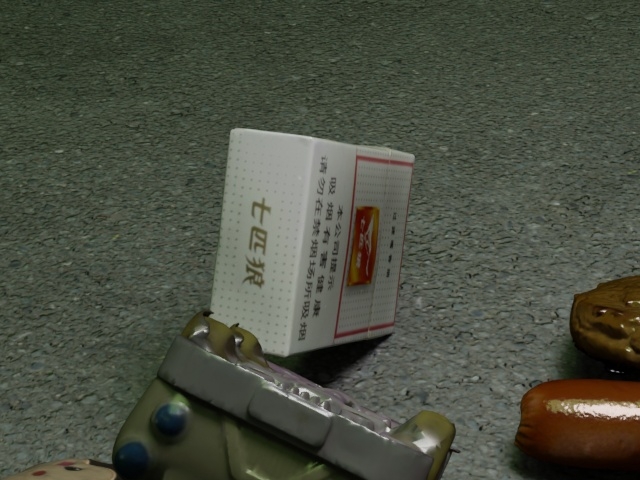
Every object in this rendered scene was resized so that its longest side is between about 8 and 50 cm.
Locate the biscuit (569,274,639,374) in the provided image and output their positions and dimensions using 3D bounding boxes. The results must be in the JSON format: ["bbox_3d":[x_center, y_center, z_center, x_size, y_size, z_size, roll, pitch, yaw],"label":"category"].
[{"bbox_3d":[0.399,0.082,1.486,0.296,0.075,0.296,2,13,0],"label":"biscuit"}]

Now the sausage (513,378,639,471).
[{"bbox_3d":[0.336,0.179,1.364,0.300,0.083,0.089,0,16,2],"label":"sausage"}]

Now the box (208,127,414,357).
[{"bbox_3d":[0.000,-0.001,1.470,0.095,0.210,0.330,8,3,19],"label":"box"}]

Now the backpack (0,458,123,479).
[{"bbox_3d":[-0.200,0.272,1.184,0.229,0.139,0.229,11,12,-2],"label":"backpack"}]

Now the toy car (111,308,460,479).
[{"bbox_3d":[-0.033,0.205,1.146,0.242,0.226,0.336,24,-5,7],"label":"toy car"}]
